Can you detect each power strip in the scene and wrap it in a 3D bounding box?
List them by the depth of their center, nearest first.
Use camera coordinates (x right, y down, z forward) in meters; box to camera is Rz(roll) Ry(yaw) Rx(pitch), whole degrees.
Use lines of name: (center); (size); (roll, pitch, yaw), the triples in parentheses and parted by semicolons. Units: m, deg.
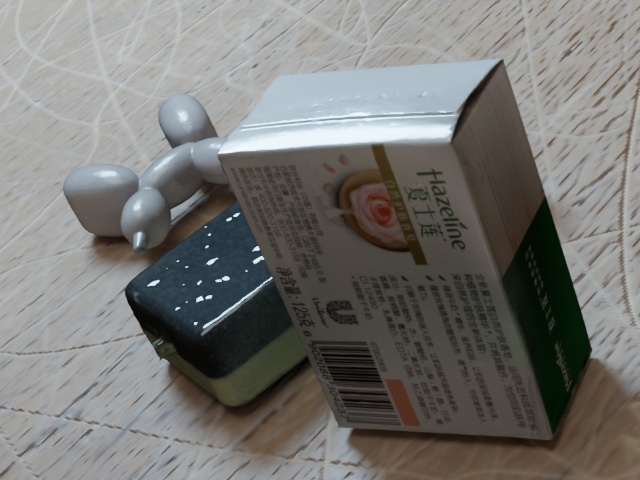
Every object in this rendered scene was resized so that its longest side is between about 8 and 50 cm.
power strip: (0.000, 0.000, 0.989); (0.257, 0.070, 0.105); (-36, 34, -19)

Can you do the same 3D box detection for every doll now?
doll: (-0.083, -0.048, 1.109); (0.161, 0.059, 0.160); (-39, 37, -21)

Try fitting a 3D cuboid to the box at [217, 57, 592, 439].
box: (0.049, 0.008, 0.831); (0.135, 0.199, 0.081); (0, 40, 31)
